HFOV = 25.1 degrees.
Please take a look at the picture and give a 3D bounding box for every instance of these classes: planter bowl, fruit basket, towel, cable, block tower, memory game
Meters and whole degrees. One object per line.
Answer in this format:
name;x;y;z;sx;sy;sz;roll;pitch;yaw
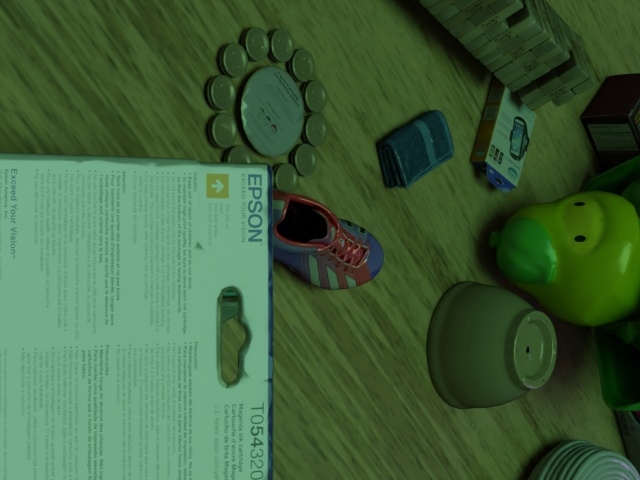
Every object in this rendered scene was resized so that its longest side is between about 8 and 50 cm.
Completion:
planter bowl;0.224;0.132;1.781;0.162;0.109;0.162;-1;91;-49
fruit basket;0.420;0.025;1.855;0.392;0.283;0.392;30;46;-36
towel;0.117;-0.110;1.716;0.119;0.029;0.067;-33;113;-43
cable;0.355;0.399;1.946;0.257;0.089;0.257;33;66;-43
block tower;0.212;-0.281;1.752;0.335;0.091;0.097;36;33;-41
memory game;-0.055;-0.138;1.535;0.186;0.012;0.186;-1;91;-48

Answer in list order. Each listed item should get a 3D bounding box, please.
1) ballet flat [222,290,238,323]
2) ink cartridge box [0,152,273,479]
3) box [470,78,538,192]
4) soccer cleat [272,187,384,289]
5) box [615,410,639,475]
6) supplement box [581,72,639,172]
ballet flat;-0.156;0.063;1.389;0.221;0.077;0.079;8;103;-43
ink cartridge box;-0.201;0.088;1.265;0.330;0.071;0.324;1;90;-31
box;0.236;-0.131;1.854;0.081;0.028;0.136;34;68;-43
soccer cleat;0.000;0.000;1.537;0.248;0.095;0.083;23;73;-46
box;0.530;0.231;2.103;0.163;0.142;0.247;-39;118;-41
supplement box;0.459;-0.135;2.062;0.104;0.081;0.188;-52;127;-34
